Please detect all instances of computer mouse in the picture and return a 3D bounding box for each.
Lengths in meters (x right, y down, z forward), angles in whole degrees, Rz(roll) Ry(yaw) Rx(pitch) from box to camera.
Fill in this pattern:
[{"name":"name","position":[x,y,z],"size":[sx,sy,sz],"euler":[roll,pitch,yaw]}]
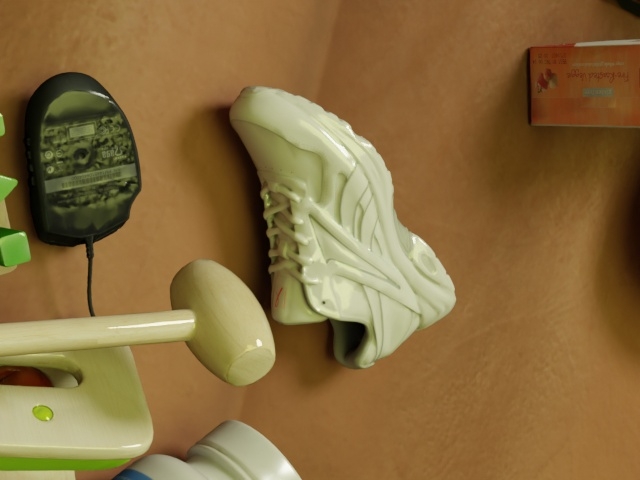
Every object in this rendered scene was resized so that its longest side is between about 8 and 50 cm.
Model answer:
[{"name":"computer mouse","position":[-0.151,0.011,1.079],"size":[0.071,0.041,0.242],"euler":[-10,107,-26]}]

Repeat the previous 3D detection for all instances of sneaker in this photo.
[{"name":"sneaker","position":[0.000,0.000,1.151],"size":[0.115,0.090,0.232],"euler":[-46,117,-19]}]

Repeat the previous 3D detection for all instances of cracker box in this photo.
[{"name":"cracker box","position":[0.298,-0.125,1.309],"size":[0.232,0.156,0.067],"euler":[-7,98,-35]}]

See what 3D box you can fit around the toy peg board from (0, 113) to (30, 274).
[{"name":"toy peg board","position":[-0.251,-0.037,0.971],"size":[0.161,0.079,0.161],"euler":[-18,104,-33]}]

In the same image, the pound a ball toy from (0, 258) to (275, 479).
[{"name":"pound a ball toy","position":[-0.211,0.078,0.926],"size":[0.319,0.135,0.208],"euler":[5,127,-27]}]

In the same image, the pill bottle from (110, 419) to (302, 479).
[{"name":"pill bottle","position":[-0.113,0.214,1.066],"size":[0.221,0.124,0.124],"euler":[-39,115,-27]}]
